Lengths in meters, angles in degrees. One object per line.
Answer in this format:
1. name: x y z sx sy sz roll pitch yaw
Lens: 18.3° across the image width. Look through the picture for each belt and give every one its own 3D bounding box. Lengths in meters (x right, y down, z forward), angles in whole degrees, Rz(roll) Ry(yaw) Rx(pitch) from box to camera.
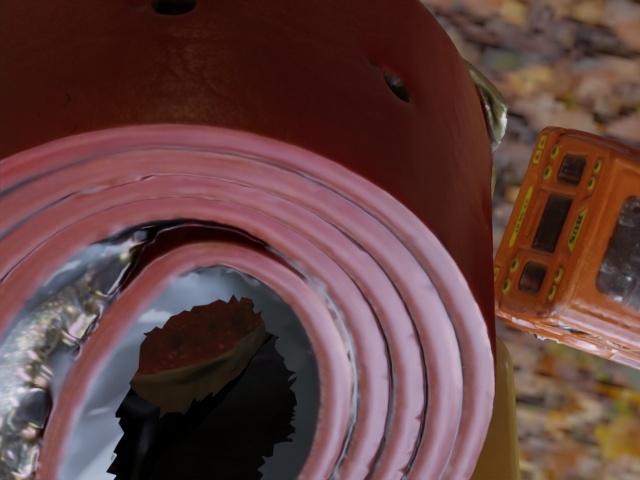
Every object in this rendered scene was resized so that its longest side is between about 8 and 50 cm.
1. belt: -0.054 0.037 0.718 0.227 0.115 0.324 10 138 -7

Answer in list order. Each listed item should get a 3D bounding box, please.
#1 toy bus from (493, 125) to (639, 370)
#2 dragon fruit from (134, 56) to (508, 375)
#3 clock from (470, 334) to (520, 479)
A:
1. toy bus: 0.284 0.041 1.299 0.329 0.143 0.153 21 179 -17
2. dragon fruit: 0.000 0.000 1.092 0.205 0.317 0.152 8 146 22
3. clock: 0.046 0.169 1.609 0.200 0.317 0.244 32 127 -15
